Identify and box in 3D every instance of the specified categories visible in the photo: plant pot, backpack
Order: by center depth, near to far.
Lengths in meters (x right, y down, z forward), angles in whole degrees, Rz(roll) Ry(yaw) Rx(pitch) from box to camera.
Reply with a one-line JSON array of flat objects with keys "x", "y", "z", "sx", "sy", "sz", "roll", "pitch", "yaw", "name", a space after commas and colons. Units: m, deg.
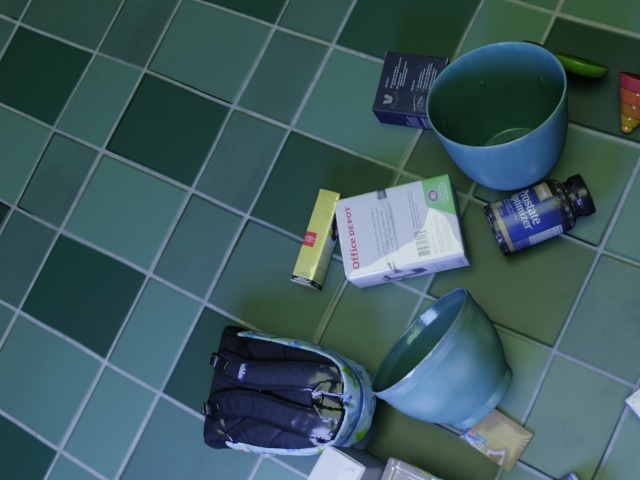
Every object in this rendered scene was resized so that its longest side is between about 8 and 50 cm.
[{"x": 0.275, "y": 0.271, "z": 1.703, "sx": 0.196, "sy": 0.293, "sz": 0.293, "roll": 42, "pitch": 92, "yaw": -3, "name": "plant pot"}, {"x": 0.404, "y": -0.248, "z": 1.776, "sx": 0.293, "sy": 0.235, "sz": 0.292, "roll": -13, "pitch": 54, "yaw": 18, "name": "plant pot"}, {"x": -0.054, "y": 0.346, "z": 1.801, "sx": 0.356, "sy": 0.273, "sz": 0.289, "roll": -8, "pitch": 69, "yaw": 44, "name": "backpack"}]

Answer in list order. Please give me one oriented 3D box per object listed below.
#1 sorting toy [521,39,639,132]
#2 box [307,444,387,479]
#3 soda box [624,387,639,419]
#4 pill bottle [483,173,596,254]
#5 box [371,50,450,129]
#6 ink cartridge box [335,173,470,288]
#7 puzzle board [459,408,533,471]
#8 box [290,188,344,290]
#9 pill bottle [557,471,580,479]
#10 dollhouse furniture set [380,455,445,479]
[{"x": 0.600, "y": -0.348, "z": 1.849, "sx": 0.366, "sy": 0.127, "sz": 0.126, "roll": 26, "pitch": 115, "yaw": 25, "name": "sorting toy"}, {"x": 0.066, "y": 0.500, "z": 1.692, "sx": 0.094, "sy": 0.275, "sz": 0.113, "roll": 27, "pitch": 83, "yaw": 24, "name": "box"}, {"x": 0.710, "y": 0.385, "z": 1.618, "sx": 0.069, "sy": 0.074, "sz": 0.216, "roll": -40, "pitch": 67, "yaw": 5, "name": "soda box"}, {"x": 0.483, "y": -0.061, "z": 1.783, "sx": 0.219, "sy": 0.123, "sz": 0.122, "roll": -24, "pitch": 70, "yaw": 11, "name": "pill bottle"}, {"x": 0.224, "y": -0.362, "z": 1.963, "sx": 0.158, "sy": 0.093, "sz": 0.155, "roll": 11, "pitch": 80, "yaw": 20, "name": "box"}, {"x": 0.189, "y": -0.018, "z": 1.873, "sx": 0.273, "sy": 0.115, "sz": 0.198, "roll": -13, "pitch": 72, "yaw": 15, "name": "ink cartridge box"}, {"x": 0.380, "y": 0.423, "z": 1.752, "sx": 0.128, "sy": 0.011, "sz": 0.096, "roll": 32, "pitch": 89, "yaw": 23, "name": "puzzle board"}, {"x": 0.000, "y": 0.000, "z": 1.948, "sx": 0.058, "sy": 0.087, "sz": 0.232, "roll": 16, "pitch": 82, "yaw": 21, "name": "box"}, {"x": 0.480, "y": 0.540, "z": 1.652, "sx": 0.137, "sy": 0.078, "sz": 0.078, "roll": -34, "pitch": 68, "yaw": 7, "name": "pill bottle"}, {"x": 0.191, "y": 0.617, "z": 1.672, "sx": 0.198, "sy": 0.151, "sz": 0.301, "roll": 20, "pitch": 85, "yaw": 29, "name": "dollhouse furniture set"}]
